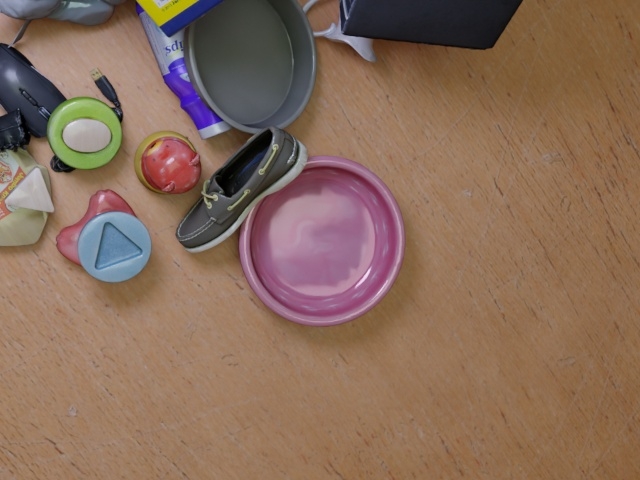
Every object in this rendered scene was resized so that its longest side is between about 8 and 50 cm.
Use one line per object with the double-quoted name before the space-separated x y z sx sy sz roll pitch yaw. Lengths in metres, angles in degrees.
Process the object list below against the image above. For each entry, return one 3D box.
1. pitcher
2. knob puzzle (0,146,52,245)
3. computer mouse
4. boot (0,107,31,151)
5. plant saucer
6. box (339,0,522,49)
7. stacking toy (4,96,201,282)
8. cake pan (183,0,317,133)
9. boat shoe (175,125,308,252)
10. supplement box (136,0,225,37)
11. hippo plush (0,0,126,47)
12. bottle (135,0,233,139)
"pitcher" 0.066 -0.468 1.559 0.177 0.125 0.207 21 102 0
"knob puzzle" -0.575 -0.076 1.473 0.213 0.030 0.213 -1 95 -15
"computer mouse" -0.481 -0.267 1.462 0.184 0.060 0.262 -40 104 -7
"boot" -0.568 -0.208 1.421 0.099 0.045 0.121 -15 92 3
"plant saucer" 0.000 0.000 1.601 0.332 0.084 0.332 -2 97 -14
"box" 0.207 -0.647 1.297 0.297 0.480 0.472 1 64 -14
"stacking toy" -0.377 -0.092 1.444 0.279 0.130 0.309 33 89 -27
"cake pan" -0.130 -0.339 1.489 0.293 0.054 0.293 -2 92 -42
"boat shoe" -0.163 -0.095 1.496 0.305 0.109 0.091 -39 137 16
"supplement box" -0.261 -0.534 1.246 0.195 0.194 0.356 -26 125 23
"hippo plush" -0.468 -0.503 1.396 0.294 0.234 0.237 -24 81 27
"bottle" -0.240 -0.329 1.500 0.118 0.092 0.283 -22 101 -13
